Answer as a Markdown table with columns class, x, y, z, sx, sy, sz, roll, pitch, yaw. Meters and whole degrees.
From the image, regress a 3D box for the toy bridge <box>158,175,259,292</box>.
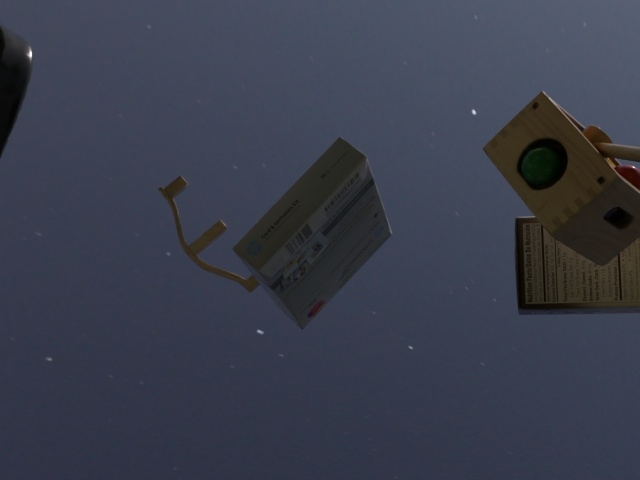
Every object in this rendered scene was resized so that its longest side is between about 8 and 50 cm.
| class | x | y | z | sx | sy | sz | roll | pitch | yaw |
| --- | --- | --- | --- | --- | --- | --- | --- | --- | --- |
| toy bridge | -0.154 | -0.002 | 1.177 | 0.063 | 0.026 | 0.188 | -42 | -93 | -17 |

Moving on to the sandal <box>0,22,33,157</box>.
| class | x | y | z | sx | sy | sz | roll | pitch | yaw |
| --- | --- | --- | --- | --- | --- | --- | --- | --- | --- |
| sandal | -0.383 | 0.002 | 0.755 | 0.167 | 0.107 | 0.446 | -1 | -110 | 43 |

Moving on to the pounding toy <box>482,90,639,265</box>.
| class | x | y | z | sx | sy | sz | roll | pitch | yaw |
| --- | --- | --- | --- | --- | --- | --- | --- | --- | --- |
| pounding toy | 0.222 | -0.057 | 0.732 | 0.100 | 0.141 | 0.130 | -45 | -128 | 20 |

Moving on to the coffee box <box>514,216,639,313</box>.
| class | x | y | z | sx | sy | sz | roll | pitch | yaw |
| --- | --- | --- | --- | --- | --- | --- | --- | --- | --- |
| coffee box | 0.329 | 0.026 | 0.916 | 0.246 | 0.141 | 0.098 | -2 | -98 | 13 |

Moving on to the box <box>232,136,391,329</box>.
| class | x | y | z | sx | sy | sz | roll | pitch | yaw |
| --- | --- | --- | --- | --- | --- | --- | --- | --- | --- |
| box | 0.000 | 0.000 | 0.864 | 0.038 | 0.186 | 0.145 | 40 | -99 | 24 |
